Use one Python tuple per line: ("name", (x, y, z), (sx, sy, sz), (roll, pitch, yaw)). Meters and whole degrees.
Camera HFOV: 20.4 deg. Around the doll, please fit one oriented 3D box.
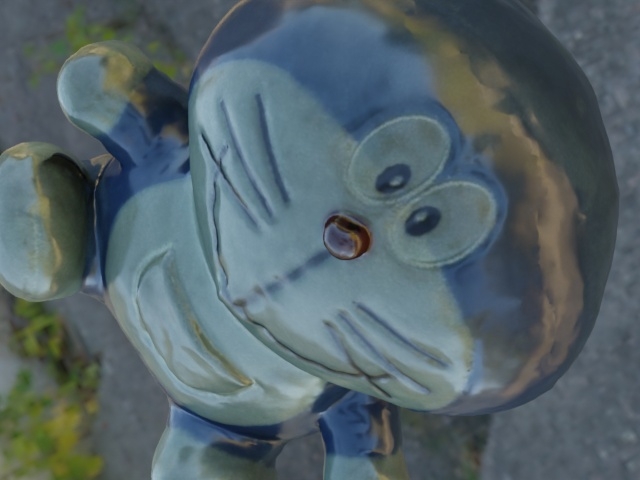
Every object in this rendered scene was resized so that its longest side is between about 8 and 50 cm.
("doll", (0.000, 0.000, 0.691), (0.228, 0.154, 0.258), (58, 145, -4))
